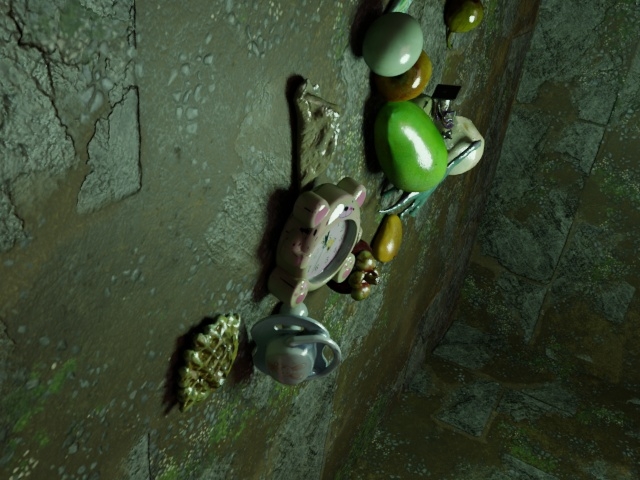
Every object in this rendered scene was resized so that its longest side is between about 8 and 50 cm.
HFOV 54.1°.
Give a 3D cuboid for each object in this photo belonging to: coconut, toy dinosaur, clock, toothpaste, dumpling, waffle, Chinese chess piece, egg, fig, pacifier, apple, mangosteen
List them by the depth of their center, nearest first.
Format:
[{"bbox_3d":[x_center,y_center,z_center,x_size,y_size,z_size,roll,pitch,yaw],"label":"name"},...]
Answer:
[{"bbox_3d":[-0.249,0.272,1.420,0.204,0.054,0.224,-16,125,-62],"label":"waffle"},{"bbox_3d":[0.004,-0.250,1.506,0.166,0.086,0.332,-47,153,-37],"label":"dumpling"},{"bbox_3d":[0.186,-0.503,1.604,0.149,0.149,0.192,88,27,-44],"label":"egg"},{"bbox_3d":[0.000,0.000,1.614,0.284,0.114,0.310,-23,139,-47],"label":"clock"},{"bbox_3d":[-0.065,0.251,1.663,0.287,0.238,0.226,88,2,-47],"label":"pacifier"},{"bbox_3d":[0.243,-0.686,1.718,0.297,0.048,0.075,-60,159,-12],"label":"toothpaste"},{"bbox_3d":[0.236,-0.468,1.759,0.147,0.146,0.163,-27,132,-64],"label":"apple"},{"bbox_3d":[0.094,0.083,1.848,0.200,0.199,0.200,-48,150,-41],"label":"mangosteen"},{"bbox_3d":[0.325,-0.397,2.100,0.188,0.083,0.189,-46,144,-47],"label":"Chinese chess piece"},{"bbox_3d":[0.378,-0.221,2.109,0.331,0.129,0.383,-42,171,27],"label":"toy dinosaur"},{"bbox_3d":[0.467,-0.737,2.137,0.124,0.124,0.236,-58,179,-25],"label":"fig"},{"bbox_3d":[0.489,-0.353,2.320,0.241,0.241,0.241,-48,150,-41],"label":"coconut"}]

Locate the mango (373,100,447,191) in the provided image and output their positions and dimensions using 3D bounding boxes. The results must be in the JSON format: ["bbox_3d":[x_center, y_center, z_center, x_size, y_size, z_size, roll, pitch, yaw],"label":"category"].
[{"bbox_3d":[0.267,-0.285,1.906,0.225,0.201,0.382,-62,145,-12],"label":"mango"}]

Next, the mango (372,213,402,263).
[{"bbox_3d":[0.246,-0.003,2.262,0.115,0.090,0.178,50,55,-56],"label":"mango"}]

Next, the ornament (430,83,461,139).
[{"bbox_3d":[0.410,-0.418,2.087,0.203,0.081,0.088,83,30,-51],"label":"ornament"}]
